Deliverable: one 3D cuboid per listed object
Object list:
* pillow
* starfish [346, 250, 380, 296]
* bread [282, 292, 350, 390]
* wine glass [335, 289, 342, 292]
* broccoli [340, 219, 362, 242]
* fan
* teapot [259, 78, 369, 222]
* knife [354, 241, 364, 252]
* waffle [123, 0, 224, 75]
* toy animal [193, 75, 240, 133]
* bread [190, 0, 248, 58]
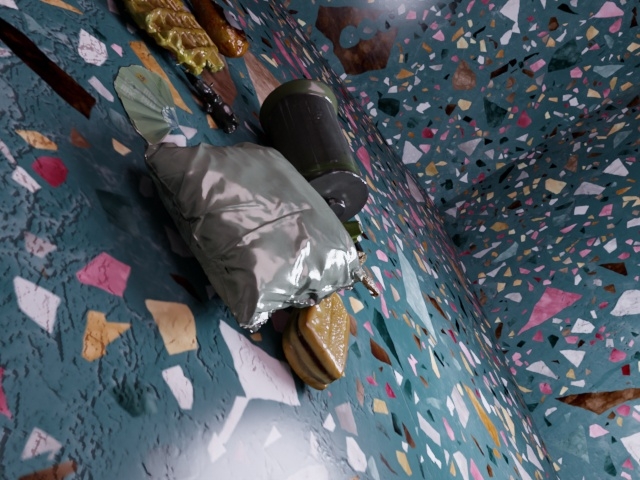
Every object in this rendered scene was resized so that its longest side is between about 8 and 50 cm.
[{"bbox_3d":[-0.096,-0.028,0.739,0.309,0.138,0.283,54,32,11],"label":"pillow"},{"bbox_3d":[0.059,0.037,1.190,0.240,0.043,0.227,50,18,-8],"label":"starfish"},{"bbox_3d":[-0.005,0.144,0.816,0.116,0.077,0.200,51,18,-12],"label":"bread"},{"bbox_3d":[0.026,0.071,1.061,0.083,0.039,0.042,60,31,4],"label":"wine glass"},{"bbox_3d":[0.000,0.000,0.934,0.154,0.160,0.167,-33,108,-88],"label":"broccoli"},{"bbox_3d":[-0.289,-0.235,0.842,0.131,0.009,0.240,39,26,-36],"label":"fan"},{"bbox_3d":[0.004,-0.181,1.170,0.271,0.200,0.336,26,37,-45],"label":"teapot"},{"bbox_3d":[0.059,-0.049,1.374,0.072,0.019,0.245,24,35,-51],"label":"knife"},{"bbox_3d":[-0.312,-0.456,1.043,0.281,0.058,0.301,55,16,7],"label":"waffle"},{"bbox_3d":[-0.218,-0.283,1.032,0.135,0.047,0.065,47,15,-8],"label":"toy animal"},{"bbox_3d":[-0.270,-0.561,1.298,0.269,0.095,0.139,52,12,32],"label":"bread"}]
